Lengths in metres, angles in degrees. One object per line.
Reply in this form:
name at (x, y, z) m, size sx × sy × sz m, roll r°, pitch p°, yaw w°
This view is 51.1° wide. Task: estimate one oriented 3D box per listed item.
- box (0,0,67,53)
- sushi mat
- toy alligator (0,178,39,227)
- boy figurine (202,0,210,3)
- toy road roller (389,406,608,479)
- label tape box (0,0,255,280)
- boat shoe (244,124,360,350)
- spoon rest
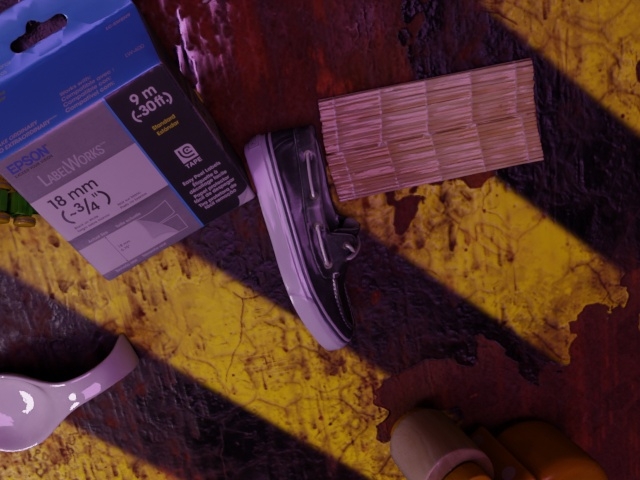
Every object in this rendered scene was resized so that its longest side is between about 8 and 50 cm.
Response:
box at (-0.396, -0.259, 0.856) m, size 0.180 × 0.077 × 0.147 m, roll -27°, pitch 108°, yaw 4°
sushi mat at (0.161, -0.158, 0.966) m, size 0.316 × 0.019 × 0.152 m, roll -11°, pitch 110°, yaw 0°
toy alligator at (-0.446, -0.052, 0.901) m, size 0.051 × 0.189 × 0.056 m, roll -9°, pitch 78°, yaw 36°
boy figurine at (-0.135, -0.395, 0.828) m, size 0.285 × 0.092 × 0.177 m, roll -19°, pitch 108°, yaw 1°
toy road roller at (0.293, 0.369, 1.061) m, size 0.240 × 0.202 × 0.329 m, roll -42°, pitch 112°, yaw -4°
label tape box at (-0.272, -0.135, 0.839) m, size 0.240 × 0.106 × 0.334 m, roll -30°, pitch 128°, yaw 5°
boat shoe at (0.000, 0.000, 0.946) m, size 0.119 × 0.121 × 0.335 m, roll -17°, pitch 107°, yaw 10°
spoon rest at (-0.414, 0.233, 1.011) m, size 0.276 × 0.084 × 0.137 m, roll -26°, pitch 108°, yaw 3°
